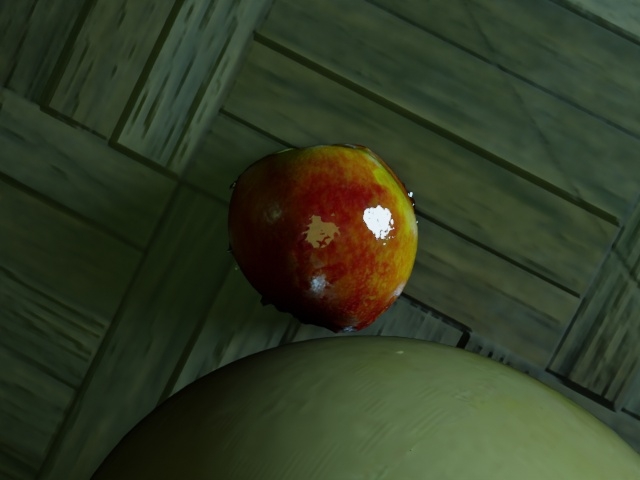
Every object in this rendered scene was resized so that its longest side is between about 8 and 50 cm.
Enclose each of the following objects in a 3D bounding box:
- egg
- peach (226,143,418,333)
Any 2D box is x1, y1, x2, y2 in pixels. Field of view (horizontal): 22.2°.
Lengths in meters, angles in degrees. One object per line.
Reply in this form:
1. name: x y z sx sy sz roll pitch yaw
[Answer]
1. egg: 0.037 0.220 0.667 0.301 0.301 0.374 -18 105 10
2. peach: 0.000 -0.001 0.768 0.098 0.061 0.098 0 91 3
